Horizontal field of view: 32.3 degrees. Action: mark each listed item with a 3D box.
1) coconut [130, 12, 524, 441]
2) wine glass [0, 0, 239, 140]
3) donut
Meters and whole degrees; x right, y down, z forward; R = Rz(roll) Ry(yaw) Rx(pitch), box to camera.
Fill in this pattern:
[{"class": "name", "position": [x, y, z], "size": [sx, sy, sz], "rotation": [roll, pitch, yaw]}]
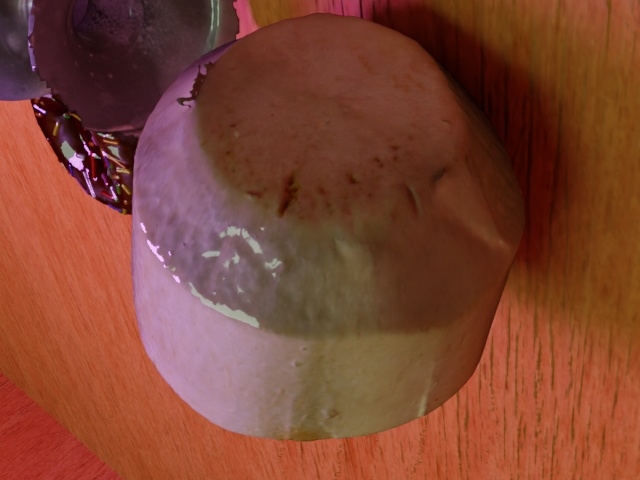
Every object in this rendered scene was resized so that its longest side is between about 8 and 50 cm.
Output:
[{"class": "coconut", "position": [0.000, 0.000, 0.852], "size": [0.323, 0.323, 0.323], "rotation": [36, 151, 24]}, {"class": "wine glass", "position": [-0.261, -0.229, 1.016], "size": [0.323, 0.238, 0.238], "rotation": [30, 148, 38]}, {"class": "donut", "position": [-0.250, -0.124, 1.275], "size": [0.230, 0.096, 0.216], "rotation": [41, 152, 15]}]
